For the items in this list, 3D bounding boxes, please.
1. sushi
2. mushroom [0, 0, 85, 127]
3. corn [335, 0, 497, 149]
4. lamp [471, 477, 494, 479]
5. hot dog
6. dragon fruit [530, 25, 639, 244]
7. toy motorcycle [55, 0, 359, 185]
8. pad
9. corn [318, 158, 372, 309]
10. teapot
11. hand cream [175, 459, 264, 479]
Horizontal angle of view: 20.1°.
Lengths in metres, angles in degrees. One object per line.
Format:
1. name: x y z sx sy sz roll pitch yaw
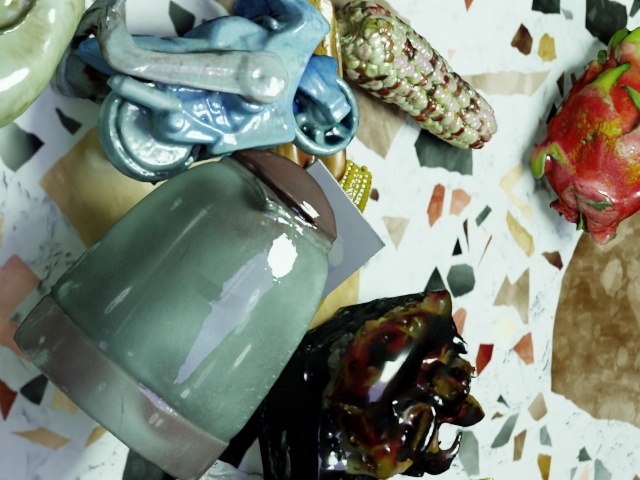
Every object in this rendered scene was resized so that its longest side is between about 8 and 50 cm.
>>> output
1. sushi: 0.068 0.162 2.020 0.227 0.212 0.215 -2 77 -37
2. mushroom: -0.354 -0.246 1.561 0.352 0.260 0.352 -2 94 -38
3. corn: 0.109 -0.189 2.125 0.280 0.092 0.092 33 72 -45
4. lamp: 0.206 0.368 2.246 0.135 0.156 0.157 43 21 3
5. hot dog: -0.025 -0.176 2.009 0.104 0.076 0.250 -12 100 -22
6. dragon fruit: 0.382 -0.138 2.341 0.269 0.198 0.200 -72 175 -46
7. toy motorcycle: -0.097 -0.190 1.844 0.319 0.182 0.241 -11 115 -36
8. pad: -0.035 0.017 1.992 0.190 0.004 0.127 -41 104 -8
9. corn: 0.000 0.000 2.050 0.068 0.068 0.207 36 72 -40
10. teapot: -0.114 0.054 1.816 0.233 0.315 0.312 41 88 2
11. hand cream: -0.069 0.300 2.035 0.257 0.050 0.084 23 77 -37
